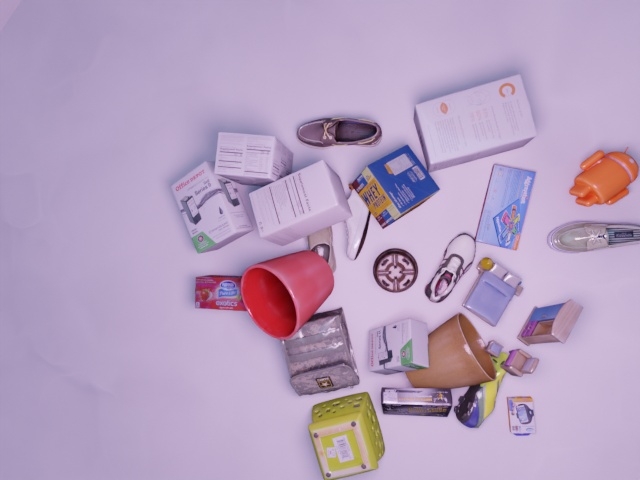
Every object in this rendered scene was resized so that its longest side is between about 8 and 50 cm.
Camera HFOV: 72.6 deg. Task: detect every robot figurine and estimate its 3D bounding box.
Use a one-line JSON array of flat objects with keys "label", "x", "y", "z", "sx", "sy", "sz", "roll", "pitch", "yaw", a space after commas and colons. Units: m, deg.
[{"label": "robot figurine", "x": 0.940, "y": -0.207, "z": 1.438, "sx": 0.219, "sy": 0.128, "sz": 0.158, "roll": -39, "pitch": 64, "yaw": 7}]

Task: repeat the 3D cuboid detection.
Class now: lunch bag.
[{"label": "lunch bag", "x": -0.001, "y": 0.416, "z": 1.568, "sx": 0.235, "sy": 0.169, "sz": 0.286, "roll": -15, "pitch": 92, "yaw": 9}]

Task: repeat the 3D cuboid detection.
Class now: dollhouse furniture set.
[{"label": "dollhouse furniture set", "x": 0.606, "y": 0.230, "z": 1.405, "sx": 0.303, "sy": 0.198, "sz": 0.286, "roll": 36, "pitch": 73, "yaw": 5}]

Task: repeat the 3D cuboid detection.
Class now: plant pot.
[{"label": "plant pot", "x": 0.418, "y": 0.406, "z": 1.480, "sx": 0.254, "sy": 0.237, "sz": 0.237, "roll": -32, "pitch": 84, "yaw": 22}, {"label": "plant pot", "x": 0.262, "y": 0.109, "z": 1.528, "sx": 0.167, "sy": 0.165, "sz": 0.166, "roll": 0, "pitch": 89, "yaw": 10}, {"label": "plant pot", "x": 0.088, "y": 0.690, "z": 1.524, "sx": 0.227, "sy": 0.207, "sz": 0.228, "roll": -18, "pitch": 85, "yaw": 9}, {"label": "plant pot", "x": -0.099, "y": 0.165, "z": 1.508, "sx": 0.275, "sy": 0.243, "sz": 0.274, "roll": 19, "pitch": 122, "yaw": 33}]

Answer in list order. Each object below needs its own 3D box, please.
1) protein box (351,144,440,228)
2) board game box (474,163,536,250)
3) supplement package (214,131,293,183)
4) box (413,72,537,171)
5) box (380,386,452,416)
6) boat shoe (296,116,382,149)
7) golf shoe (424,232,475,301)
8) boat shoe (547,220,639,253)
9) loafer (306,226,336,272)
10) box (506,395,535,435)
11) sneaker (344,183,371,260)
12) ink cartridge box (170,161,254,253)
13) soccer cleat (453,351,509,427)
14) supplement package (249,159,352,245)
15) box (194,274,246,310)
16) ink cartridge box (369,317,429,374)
[{"label": "protein box", "x": 0.258, "y": -0.185, "z": 1.506, "sx": 0.201, "sy": 0.136, "sz": 0.199, "roll": -31, "pitch": 83, "yaw": -26}, {"label": "board game box", "x": 0.650, "y": -0.117, "z": 1.537, "sx": 0.145, "sy": 0.027, "sz": 0.281, "roll": 14, "pitch": 91, "yaw": 11}, {"label": "supplement package", "x": -0.231, "y": -0.282, "z": 1.570, "sx": 0.204, "sy": 0.262, "sz": 0.145, "roll": 7, "pitch": 90, "yaw": 10}, {"label": "box", "x": 0.517, "y": -0.392, "z": 1.494, "sx": 0.346, "sy": 0.168, "sz": 0.214, "roll": -14, "pitch": 86, "yaw": 10}, {"label": "box", "x": 0.326, "y": 0.557, "z": 1.499, "sx": 0.231, "sy": 0.183, "sz": 0.056, "roll": -1, "pitch": 57, "yaw": 9}, {"label": "boat shoe", "x": 0.063, "y": -0.400, "z": 1.606, "sx": 0.325, "sy": 0.097, "sz": 0.116, "roll": 5, "pitch": 90, "yaw": 10}, {"label": "golf shoe", "x": 0.463, "y": 0.100, "z": 1.517, "sx": 0.105, "sy": 0.120, "sz": 0.272, "roll": 28, "pitch": 93, "yaw": 12}, {"label": "boat shoe", "x": 0.927, "y": -0.019, "z": 1.453, "sx": 0.303, "sy": 0.094, "sz": 0.109, "roll": -7, "pitch": 87, "yaw": 9}, {"label": "loafer", "x": 0.000, "y": 0.000, "z": 1.610, "sx": 0.102, "sy": 0.092, "sz": 0.268, "roll": -16, "pitch": 87, "yaw": 7}, {"label": "box", "x": 0.697, "y": 0.613, "z": 1.512, "sx": 0.081, "sy": 0.028, "sz": 0.136, "roll": -5, "pitch": 86, "yaw": 9}, {"label": "sneaker", "x": 0.115, "y": -0.072, "z": 1.595, "sx": 0.123, "sy": 0.106, "sz": 0.290, "roll": 11, "pitch": 79, "yaw": 12}, {"label": "ink cartridge box", "x": -0.411, "y": -0.124, "z": 1.642, "sx": 0.211, "sy": 0.122, "sz": 0.289, "roll": -27, "pitch": 84, "yaw": 28}, {"label": "soccer cleat", "x": 0.579, "y": 0.521, "z": 1.518, "sx": 0.121, "sy": 0.093, "sz": 0.289, "roll": 33, "pitch": 90, "yaw": -22}, {"label": "supplement package", "x": -0.066, "y": -0.123, "z": 1.521, "sx": 0.293, "sy": 0.177, "sz": 0.175, "roll": -22, "pitch": 72, "yaw": 15}, {"label": "box", "x": -0.330, "y": 0.196, "z": 1.644, "sx": 0.257, "sy": 0.128, "sz": 0.122, "roll": 1, "pitch": 89, "yaw": 10}, {"label": "ink cartridge box", "x": 0.262, "y": 0.366, "z": 1.484, "sx": 0.087, "sy": 0.208, "sz": 0.153, "roll": 21, "pitch": 57, "yaw": -29}]
